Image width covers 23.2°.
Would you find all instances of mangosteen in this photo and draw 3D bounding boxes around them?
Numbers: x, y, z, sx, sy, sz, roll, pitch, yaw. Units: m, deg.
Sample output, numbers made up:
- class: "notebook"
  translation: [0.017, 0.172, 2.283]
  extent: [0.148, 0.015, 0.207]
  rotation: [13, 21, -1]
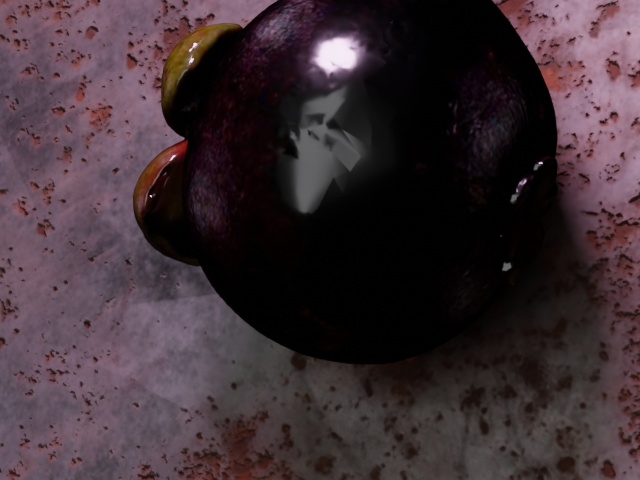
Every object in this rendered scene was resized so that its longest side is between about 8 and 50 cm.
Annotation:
- class: "mangosteen"
  translation: [0.009, -0.085, 1.486]
  extent: [0.435, 0.382, 0.382]
  rotation: [21, 91, 25]
